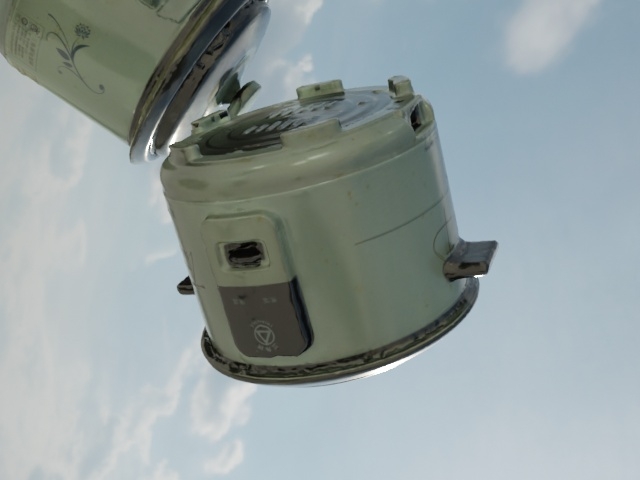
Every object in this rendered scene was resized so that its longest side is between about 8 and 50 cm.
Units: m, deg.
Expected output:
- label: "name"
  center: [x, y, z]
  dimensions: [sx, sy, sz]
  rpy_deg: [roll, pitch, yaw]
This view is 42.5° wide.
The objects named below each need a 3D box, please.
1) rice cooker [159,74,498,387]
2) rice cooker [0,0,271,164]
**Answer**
- label: "rice cooker"
  center: [0.000, 0.000, 0.676]
  dimensions: [0.241, 0.280, 0.227]
  rpy_deg: [-50, 130, -59]
- label: "rice cooker"
  center: [-0.200, -0.242, 0.943]
  dimensions: [0.264, 0.316, 0.316]
  rpy_deg: [-56, -166, -30]
